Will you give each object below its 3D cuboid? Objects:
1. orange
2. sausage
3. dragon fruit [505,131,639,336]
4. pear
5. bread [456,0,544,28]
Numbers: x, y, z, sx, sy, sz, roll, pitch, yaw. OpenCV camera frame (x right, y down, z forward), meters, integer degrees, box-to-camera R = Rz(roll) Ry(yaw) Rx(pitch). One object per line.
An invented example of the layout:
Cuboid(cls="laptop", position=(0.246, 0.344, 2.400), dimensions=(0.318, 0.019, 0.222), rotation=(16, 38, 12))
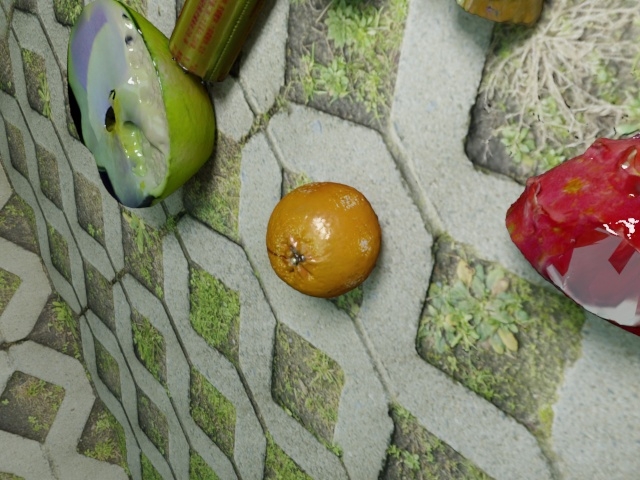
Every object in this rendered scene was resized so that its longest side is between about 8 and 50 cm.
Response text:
Cuboid(cls="orange", position=(0.000, 0.000, 0.657), dimensions=(0.193, 0.161, 0.194), rotation=(9, 104, 40))
Cuboid(cls="sausage", position=(-0.149, -0.414, 0.680), dimensions=(0.317, 0.117, 0.125), rotation=(-45, 38, 39))
Cuboid(cls="dragon fruit", position=(0.321, 0.005, 0.408), dimensions=(0.261, 0.189, 0.163), rotation=(37, 155, 22))
Cuboid(cls="pear", position=(-0.360, -0.274, 0.874), dimensions=(0.398, 0.165, 0.399), rotation=(14, 113, 37))
Cuboid(cls="bread", position=(0.204, -0.348, 0.411), dimensions=(0.128, 0.088, 0.232), rotation=(16, 114, 7))
